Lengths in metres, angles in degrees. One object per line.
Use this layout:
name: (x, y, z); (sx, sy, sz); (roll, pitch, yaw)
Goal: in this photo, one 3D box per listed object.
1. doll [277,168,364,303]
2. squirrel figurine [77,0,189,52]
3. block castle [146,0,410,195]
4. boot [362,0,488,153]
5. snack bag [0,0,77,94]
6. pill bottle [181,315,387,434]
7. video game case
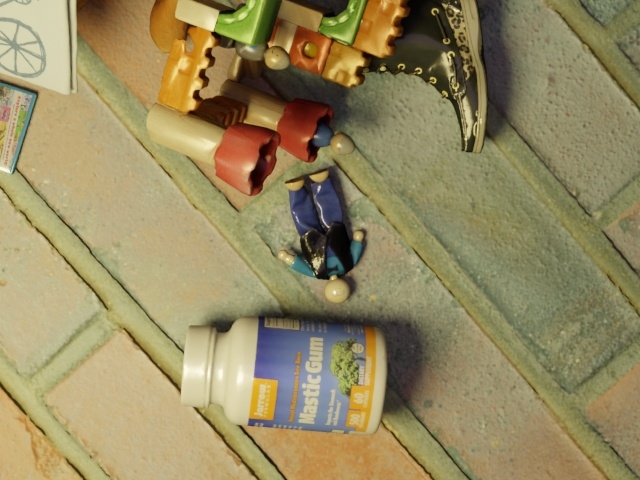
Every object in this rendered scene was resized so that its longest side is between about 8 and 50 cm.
doll: (0.000, 0.000, 1.596); (0.129, 0.046, 0.189); (-19, 101, -12)
squirrel figurine: (-0.324, -0.481, 1.442); (0.370, 0.281, 0.397); (8, 76, -9)
block castle: (-0.020, -0.299, 1.396); (0.213, 0.303, 0.453); (23, 110, 12)
boot: (0.140, -0.233, 1.578); (0.179, 0.085, 0.236); (-6, 94, 1)
snack bag: (-0.451, -0.338, 1.338); (0.343, 0.323, 0.037); (16, 48, 5)
pill bottle: (-0.052, 0.184, 1.551); (0.272, 0.152, 0.152); (5, 93, -5)
video game case: (-0.493, -0.173, 1.571); (0.166, 0.015, 0.119); (18, 91, -4)
